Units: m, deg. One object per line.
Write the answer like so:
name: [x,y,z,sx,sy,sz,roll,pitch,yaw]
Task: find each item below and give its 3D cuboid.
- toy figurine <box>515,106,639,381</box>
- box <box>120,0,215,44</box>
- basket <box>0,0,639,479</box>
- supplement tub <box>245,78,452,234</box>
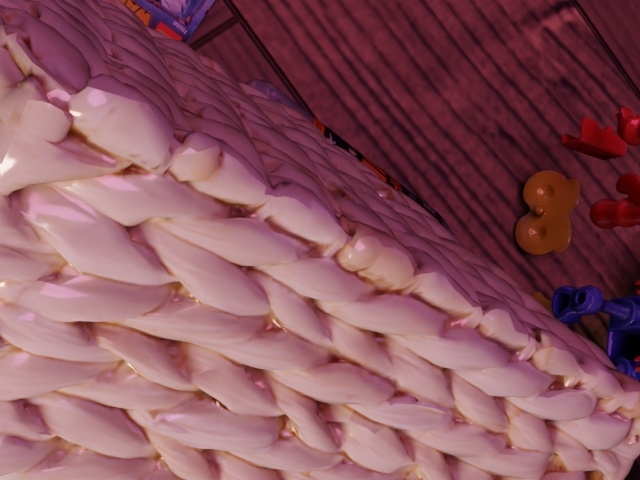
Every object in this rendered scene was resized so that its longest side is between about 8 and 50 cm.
toy figurine: [0.264,0.106,0.842,0.217,0.191,0.362,14,73,-27]
box: [-0.132,-0.181,0.805,0.137,0.027,0.094,37,64,-13]
basket: [-0.106,0.050,0.513,0.328,0.331,0.266,29,99,-40]
supplement tub: [0.000,0.000,0.775,0.190,0.117,0.117,36,66,-14]
